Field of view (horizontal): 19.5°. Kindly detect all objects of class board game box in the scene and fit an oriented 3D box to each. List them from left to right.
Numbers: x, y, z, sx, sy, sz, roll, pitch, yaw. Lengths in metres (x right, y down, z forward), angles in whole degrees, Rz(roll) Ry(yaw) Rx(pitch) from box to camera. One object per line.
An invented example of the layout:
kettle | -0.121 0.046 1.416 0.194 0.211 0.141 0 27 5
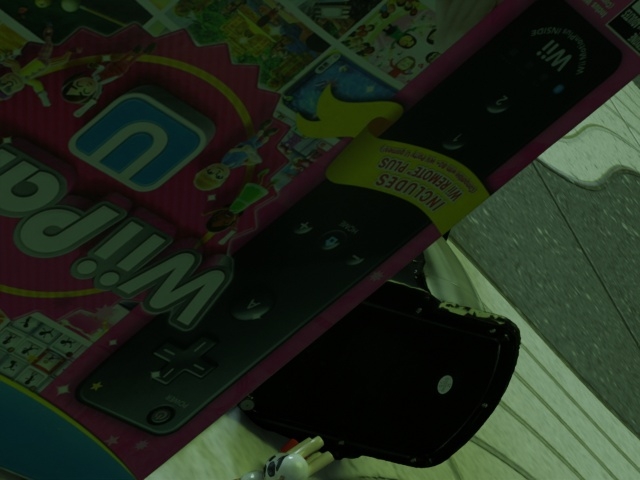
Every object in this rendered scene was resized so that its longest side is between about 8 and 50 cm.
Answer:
board game box | -0.046 -0.061 0.595 0.224 0.303 0.097 31 27 -46

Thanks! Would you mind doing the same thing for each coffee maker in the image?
coffee maker | 0.000 0.000 0.890 0.171 0.120 0.178 39 21 -30

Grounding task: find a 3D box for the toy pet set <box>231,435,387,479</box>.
toy pet set | 0.006 0.144 0.760 0.122 0.065 0.114 55 -17 4
